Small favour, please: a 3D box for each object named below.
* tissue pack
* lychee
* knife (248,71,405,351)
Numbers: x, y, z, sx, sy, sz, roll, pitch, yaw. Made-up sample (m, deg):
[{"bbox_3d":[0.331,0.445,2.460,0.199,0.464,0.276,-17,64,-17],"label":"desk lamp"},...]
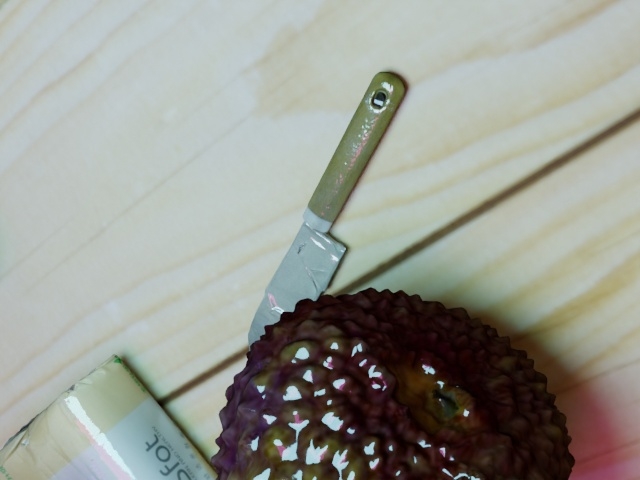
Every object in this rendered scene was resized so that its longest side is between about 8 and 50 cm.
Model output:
[{"bbox_3d":[-0.183,0.238,0.975,0.186,0.090,0.222,-38,90,35],"label":"tissue pack"},{"bbox_3d":[0.039,0.166,0.759,0.271,0.271,0.271,10,114,23],"label":"lychee"},{"bbox_3d":[-0.001,0.001,0.833,0.047,0.017,0.298,32,120,5],"label":"knife"}]
